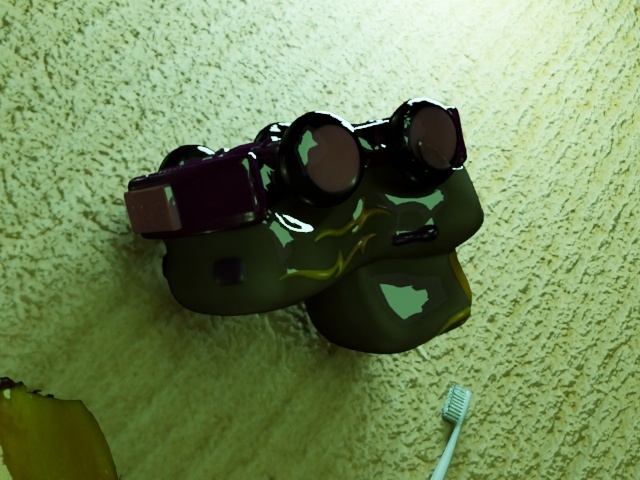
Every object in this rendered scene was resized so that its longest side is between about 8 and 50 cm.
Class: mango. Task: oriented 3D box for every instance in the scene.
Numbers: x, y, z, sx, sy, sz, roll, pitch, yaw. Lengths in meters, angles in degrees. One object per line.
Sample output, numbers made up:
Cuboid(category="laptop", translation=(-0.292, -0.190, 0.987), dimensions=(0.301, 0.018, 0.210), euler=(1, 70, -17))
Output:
Cuboid(category="mango", translation=(-0.232, 0.243, 0.682), dimensions=(0.187, 0.138, 0.257), euler=(23, 54, -54))

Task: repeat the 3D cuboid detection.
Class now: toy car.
Cuboid(category="toy car", translation=(0.000, 0.000, 0.888), dimensions=(0.340, 0.271, 0.240), euler=(-16, 98, -33))

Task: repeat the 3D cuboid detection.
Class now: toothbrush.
Cuboid(category="toothbrush", translation=(0.109, 0.272, 0.951), dimensions=(0.025, 0.020, 0.286), euler=(28, 56, -8))
